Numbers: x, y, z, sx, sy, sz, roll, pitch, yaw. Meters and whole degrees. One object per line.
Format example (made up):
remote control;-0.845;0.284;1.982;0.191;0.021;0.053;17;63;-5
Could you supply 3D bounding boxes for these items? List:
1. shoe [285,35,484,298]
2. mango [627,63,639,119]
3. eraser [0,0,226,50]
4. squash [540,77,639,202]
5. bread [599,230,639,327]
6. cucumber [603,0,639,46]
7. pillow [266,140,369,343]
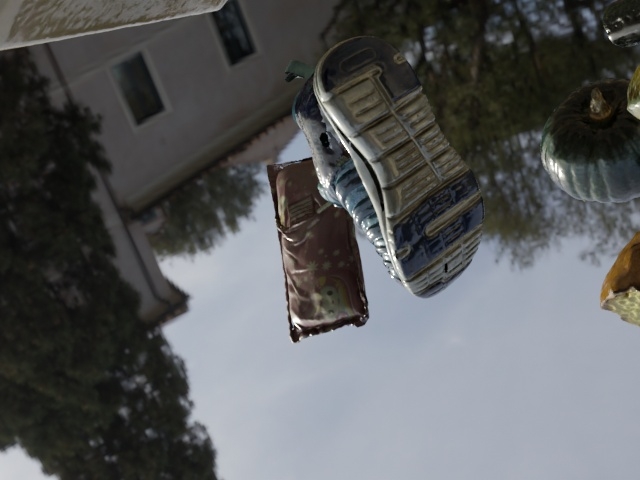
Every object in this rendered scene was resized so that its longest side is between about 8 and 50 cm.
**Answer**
shoe;0.046;-0.052;0.809;0.091;0.207;0.106;-34;-167;-26
mango;0.424;-0.204;1.051;0.176;0.175;0.329;-2;161;-2
eraser;-0.106;-0.178;0.536;0.144;0.078;0.343;-50;177;25
squash;0.454;-0.157;1.690;0.218;0.172;0.218;-7;-109;20
bread;0.419;0.017;1.090;0.260;0.129;0.134;-6;-123;41
cucumber;0.511;-0.334;1.509;0.074;0.074;0.241;-38;-165;-32
pillow;0.000;0.000;1.008;0.043;0.185;0.118;6;161;-43
